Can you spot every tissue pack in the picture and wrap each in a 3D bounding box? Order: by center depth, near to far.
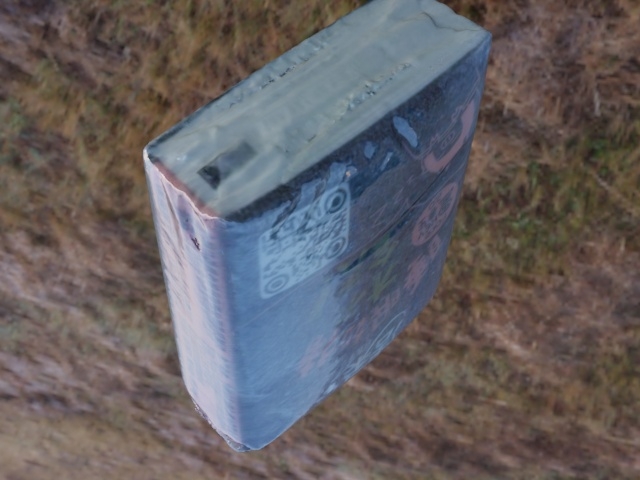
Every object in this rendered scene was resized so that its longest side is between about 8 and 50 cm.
[{"bbox_3d":[0.000,0.000,0.718,0.103,0.228,0.316,43,154,24],"label":"tissue pack"}]
